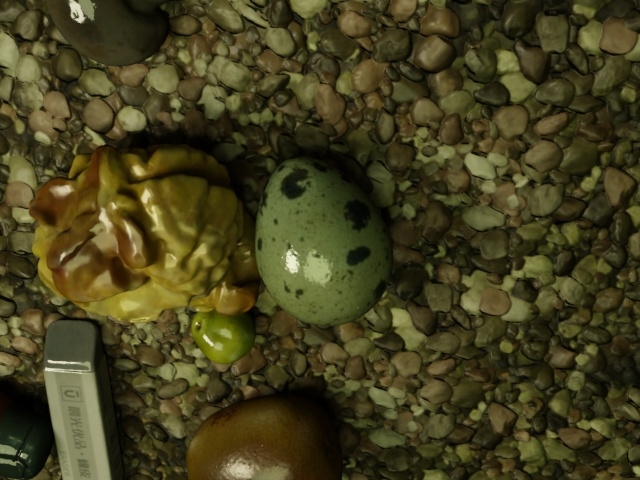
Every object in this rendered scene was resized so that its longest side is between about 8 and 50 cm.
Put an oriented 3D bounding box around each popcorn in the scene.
[{"bbox_3d":[-0.210,-0.013,1.383,0.332,0.225,0.265,22,134,-26],"label":"popcorn"}]

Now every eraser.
[{"bbox_3d":[-0.368,0.284,1.645,0.089,0.061,0.351,2,118,10],"label":"eraser"}]

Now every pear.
[{"bbox_3d":[-0.133,0.129,1.509,0.097,0.092,0.092,12,130,-45],"label":"pear"}]

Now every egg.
[{"bbox_3d":[0.000,0.000,1.363,0.177,0.177,0.228,-13,101,17],"label":"egg"}]

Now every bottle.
[{"bbox_3d":[-0.580,0.272,1.637,0.336,0.144,0.144,18,119,-2],"label":"bottle"}]

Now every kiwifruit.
[{"bbox_3d":[-0.086,0.323,1.541,0.234,0.196,0.196,-11,115,23],"label":"kiwifruit"}]

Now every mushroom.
[{"bbox_3d":[-0.272,-0.295,1.305,0.141,0.117,0.188,-18,117,31],"label":"mushroom"}]
